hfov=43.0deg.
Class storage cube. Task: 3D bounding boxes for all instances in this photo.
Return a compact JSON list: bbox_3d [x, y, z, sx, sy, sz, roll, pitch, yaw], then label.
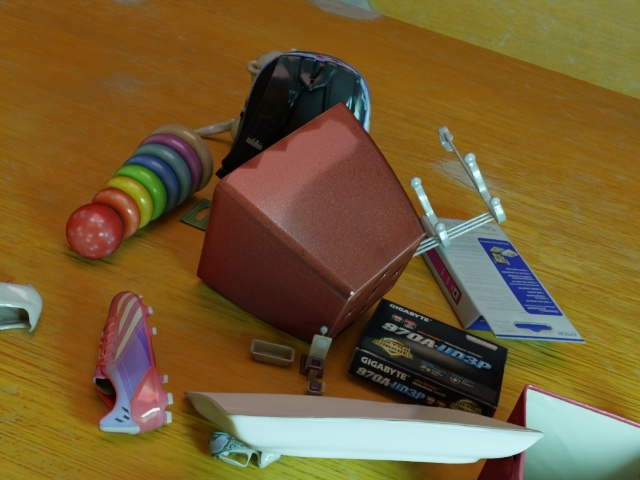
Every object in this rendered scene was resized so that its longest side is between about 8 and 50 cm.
[{"bbox_3d":[0.293,0.323,0.952,0.215,0.193,0.183,20,31,5],"label":"storage cube"}]

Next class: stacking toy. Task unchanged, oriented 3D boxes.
[{"bbox_3d":[-0.315,-0.072,1.385,0.141,0.141,0.330,22,38,10],"label":"stacking toy"}]

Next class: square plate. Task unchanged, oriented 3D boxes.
[{"bbox_3d":[0.026,0.220,0.973,0.344,0.049,0.347,6,-8,-16],"label":"square plate"}]

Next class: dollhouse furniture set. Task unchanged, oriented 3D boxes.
[{"bbox_3d":[-0.042,0.159,1.163,0.114,0.081,0.091,14,31,-5],"label":"dollhouse furniture set"}]

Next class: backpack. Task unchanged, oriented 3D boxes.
[{"bbox_3d":[-0.023,-0.214,1.494,0.277,0.263,0.213,15,23,-4],"label":"backpack"}]

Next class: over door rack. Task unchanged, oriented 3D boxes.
[{"bbox_3d":[0.182,-0.102,1.562,0.240,0.108,0.324,-24,37,3],"label":"over door rack"}]

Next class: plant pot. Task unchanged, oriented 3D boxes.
[{"bbox_3d":[0.000,0.000,1.242,0.236,0.267,0.267,43,57,14],"label":"plant pot"}]

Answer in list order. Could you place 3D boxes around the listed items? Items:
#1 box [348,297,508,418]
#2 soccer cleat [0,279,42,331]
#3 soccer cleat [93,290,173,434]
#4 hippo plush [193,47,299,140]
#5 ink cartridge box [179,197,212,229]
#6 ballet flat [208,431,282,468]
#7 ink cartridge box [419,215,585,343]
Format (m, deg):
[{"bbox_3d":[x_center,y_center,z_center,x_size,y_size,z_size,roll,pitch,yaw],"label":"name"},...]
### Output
[{"bbox_3d":[0.169,0.184,1.244,0.220,0.051,0.175,22,27,9],"label":"box"},{"bbox_3d":[-0.479,0.083,1.097,0.196,0.068,0.076,7,35,-20],"label":"soccer cleat"},{"bbox_3d":[-0.263,0.154,1.076,0.095,0.083,0.248,-4,39,-23],"label":"soccer cleat"},{"bbox_3d":[-0.070,-0.285,1.716,0.294,0.236,0.234,33,35,26],"label":"hippo plush"},{"bbox_3d":[-0.134,-0.046,1.469,0.209,0.062,0.109,21,31,8],"label":"ink cartridge box"},{"bbox_3d":[-0.085,0.267,1.022,0.114,0.041,0.041,8,32,-13],"label":"ballet flat"},{"bbox_3d":[0.312,0.080,1.478,0.176,0.069,0.371,5,30,-19],"label":"ink cartridge box"}]
